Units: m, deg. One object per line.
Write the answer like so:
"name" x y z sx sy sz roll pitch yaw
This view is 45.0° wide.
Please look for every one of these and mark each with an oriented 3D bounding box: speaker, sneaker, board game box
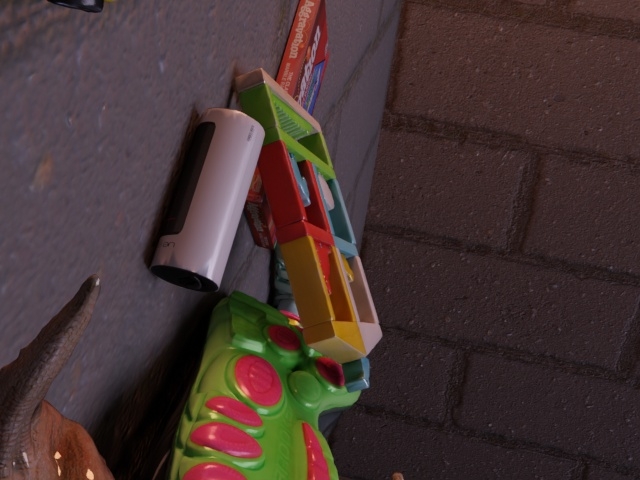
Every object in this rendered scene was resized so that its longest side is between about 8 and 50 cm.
"speaker" -0.085 -0.030 0.595 0.055 0.055 0.136 83 20 -69
"sneaker" -0.029 0.079 1.081 0.256 0.094 0.151 79 27 -69
"board game box" -0.036 -0.144 0.915 0.145 0.027 0.282 80 23 -69
"sneaker" -0.083 0.190 0.704 0.202 0.185 0.483 -50 -178 13

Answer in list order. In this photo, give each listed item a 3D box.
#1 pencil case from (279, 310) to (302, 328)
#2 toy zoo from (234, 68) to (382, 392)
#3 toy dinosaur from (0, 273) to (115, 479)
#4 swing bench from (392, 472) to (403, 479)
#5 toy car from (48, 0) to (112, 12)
"pencil case" -0.055 0.191 1.049 0.236 0.104 0.105 90 14 -53
"toy zoo" 0.000 0.000 0.747 0.192 0.030 0.294 24 48 -72
"toy dinosaur" -0.127 0.155 0.359 0.200 0.127 0.296 -81 170 -83
"swing bench" -0.015 0.388 1.043 0.253 0.254 0.165 55 48 -80
"toy car" -0.125 -0.091 0.185 0.239 0.053 0.225 85 18 -65
